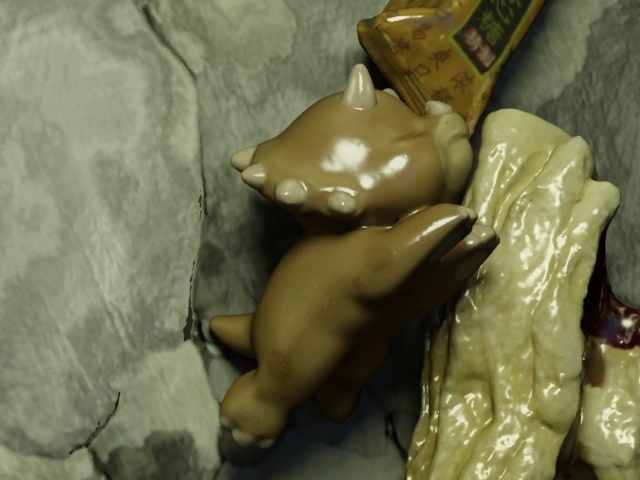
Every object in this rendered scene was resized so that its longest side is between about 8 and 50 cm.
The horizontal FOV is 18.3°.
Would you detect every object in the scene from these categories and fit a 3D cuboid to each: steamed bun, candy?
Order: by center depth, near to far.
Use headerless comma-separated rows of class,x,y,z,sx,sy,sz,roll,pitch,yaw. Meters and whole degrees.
steamed bun,0.203,0.136,1.517,0.247,0.189,0.428,29,70,-55
candy,0.127,-0.207,1.572,0.143,0.101,0.271,52,55,-24

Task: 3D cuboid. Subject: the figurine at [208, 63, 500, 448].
figurine,0.004,-0.003,1.432,0.173,0.247,0.177,46,27,20
